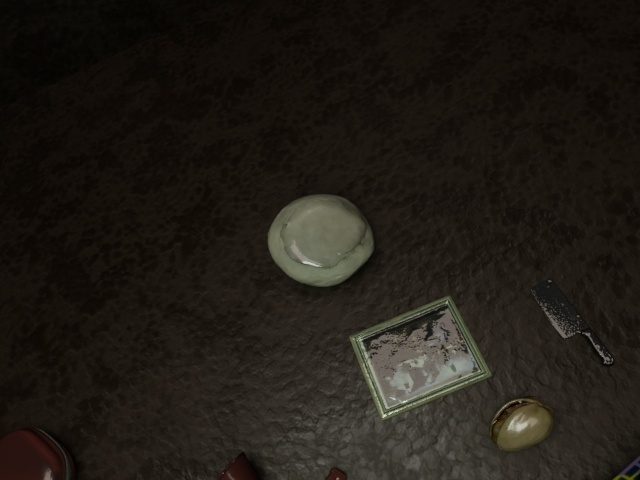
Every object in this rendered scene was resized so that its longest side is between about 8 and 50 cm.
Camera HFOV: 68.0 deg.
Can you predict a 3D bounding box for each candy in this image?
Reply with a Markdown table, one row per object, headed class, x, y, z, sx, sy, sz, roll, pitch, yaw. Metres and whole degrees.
| class | x | y | z | sx | sy | sz | roll | pitch | yaw |
| --- | --- | --- | --- | --- | --- | --- | --- | --- | --- |
| candy | 0.000 | 0.000 | 1.313 | 0.295 | 0.185 | 0.296 | 3 | 60 | -4 |

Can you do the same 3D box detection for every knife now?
| class | x | y | z | sx | sy | sz | roll | pitch | yaw |
| --- | --- | --- | --- | --- | --- | --- | --- | --- | --- |
| knife | 0.613 | 0.206 | 1.166 | 0.072 | 0.019 | 0.245 | -29 | 58 | 2 |

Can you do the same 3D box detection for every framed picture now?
| class | x | y | z | sx | sy | sz | roll | pitch | yaw |
| --- | --- | --- | --- | --- | --- | --- | --- | --- | --- |
| framed picture | 0.244 | 0.289 | 1.202 | 0.296 | 0.019 | 0.233 | -23 | 61 | 1 |

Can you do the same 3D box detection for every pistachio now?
| class | x | y | z | sx | sy | sz | roll | pitch | yaw |
| --- | --- | --- | --- | --- | --- | --- | --- | --- | --- |
| pistachio | 0.446 | 0.408 | 1.055 | 0.149 | 0.113 | 0.113 | -38 | 61 | 9 |

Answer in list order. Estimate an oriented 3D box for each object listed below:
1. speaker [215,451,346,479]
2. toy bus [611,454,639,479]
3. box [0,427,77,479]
| class | x | y | z | sx | sy | sz | roll | pitch | yaw |
| --- | --- | --- | --- | --- | --- | --- | --- | --- | --- |
| speaker | -0.093 | 0.623 | 1.067 | 0.329 | 0.198 | 0.259 | 30 | 33 | 9 |
| toy bus | 0.622 | 0.558 | 0.848 | 0.439 | 0.249 | 0.209 | -37 | 90 | -7 |
| box | -0.804 | 0.682 | 1.184 | 0.263 | 0.108 | 0.404 | 26 | 71 | 23 |
